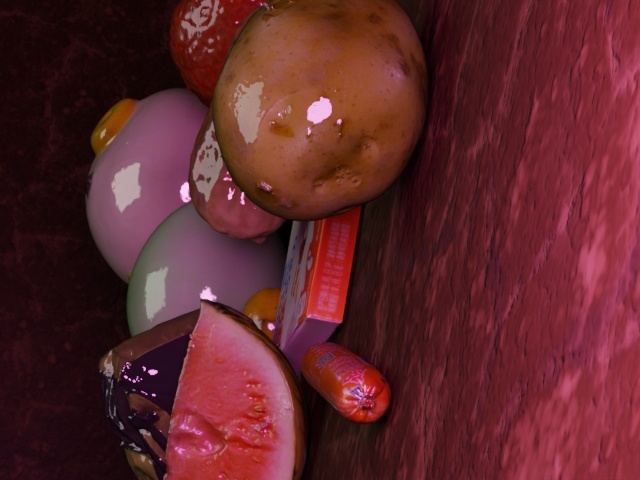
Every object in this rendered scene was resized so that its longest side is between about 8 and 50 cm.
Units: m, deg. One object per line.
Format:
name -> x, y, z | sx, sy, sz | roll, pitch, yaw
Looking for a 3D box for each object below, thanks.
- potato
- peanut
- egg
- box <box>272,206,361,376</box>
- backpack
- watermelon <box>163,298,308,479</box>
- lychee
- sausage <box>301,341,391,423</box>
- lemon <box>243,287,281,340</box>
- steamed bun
potato -> 0.003, -0.141, 1.764 | 0.304, 0.216, 0.216 | -68, -6, -67
peanut -> -0.065, -0.146, 2.146 | 0.159, 0.143, 0.291 | -143, 69, -71
egg -> -0.150, 0.071, 2.486 | 0.220, 0.220, 0.269 | 147, 133, -79
box -> 0.000, 0.000, 2.140 | 0.265, 0.048, 0.273 | 121, 159, -68
backpack -> -0.137, 0.211, 2.156 | 0.140, 0.207, 0.253 | 9, 122, 64
watermelon -> -0.074, 0.224, 2.078 | 0.128, 0.159, 0.303 | -10, -70, -66
lychee -> -0.078, -0.287, 2.413 | 0.255, 0.300, 0.255 | -38, -5, -4
sausage -> 0.021, 0.132, 1.757 | 0.348, 0.053, 0.053 | -163, 85, -82
lemon -> -0.060, 0.102, 2.310 | 0.110, 0.082, 0.082 | -91, 15, -60
steamed bun -> -0.200, -0.067, 2.761 | 0.374, 0.334, 0.334 | -91, 14, -79
